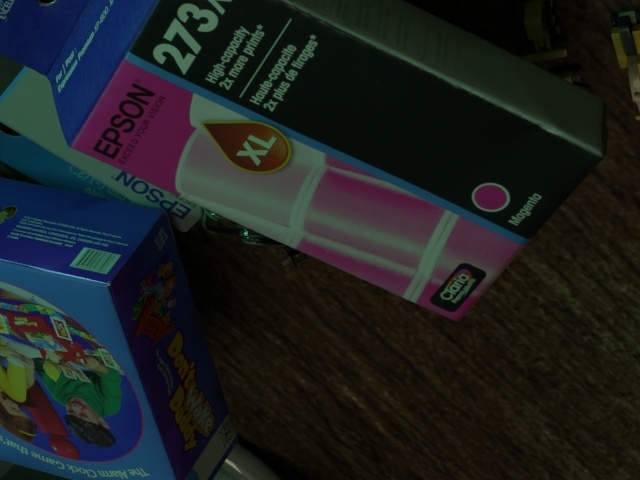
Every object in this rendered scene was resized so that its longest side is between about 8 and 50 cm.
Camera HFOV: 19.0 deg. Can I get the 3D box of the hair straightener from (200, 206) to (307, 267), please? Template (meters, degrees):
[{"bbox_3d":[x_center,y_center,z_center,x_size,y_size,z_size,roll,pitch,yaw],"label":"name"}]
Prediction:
[{"bbox_3d":[0.000,0.000,1.335,0.230,0.047,0.089,8,140,-45],"label":"hair straightener"}]

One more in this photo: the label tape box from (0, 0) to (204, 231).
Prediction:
[{"bbox_3d":[-0.149,-0.130,1.274,0.249,0.115,0.348,31,128,-18],"label":"label tape box"}]

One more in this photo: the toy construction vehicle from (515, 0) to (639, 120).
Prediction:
[{"bbox_3d":[0.178,-0.117,1.275,0.086,0.035,0.098,-6,130,15],"label":"toy construction vehicle"}]

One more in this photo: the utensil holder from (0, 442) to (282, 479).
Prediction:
[{"bbox_3d":[-0.210,0.372,1.598,0.327,0.327,0.385,25,134,-12],"label":"utensil holder"}]

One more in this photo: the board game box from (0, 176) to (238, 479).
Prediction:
[{"bbox_3d":[-0.250,0.059,1.411,0.347,0.078,0.233,12,136,26],"label":"board game box"}]

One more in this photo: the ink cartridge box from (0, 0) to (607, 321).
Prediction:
[{"bbox_3d":[-0.026,-0.090,1.177,0.371,0.069,0.176,26,132,-13],"label":"ink cartridge box"}]
